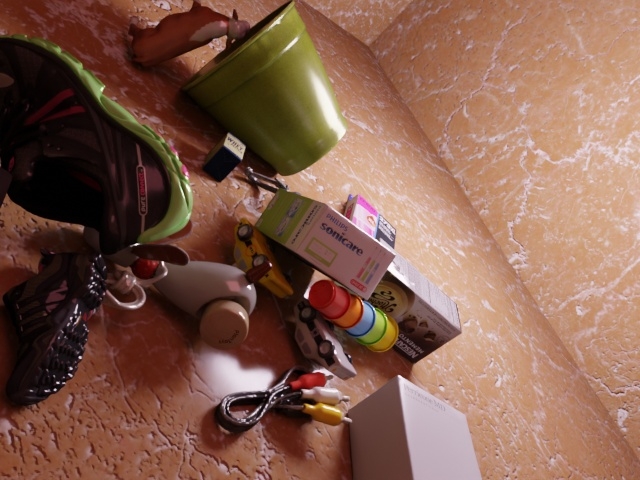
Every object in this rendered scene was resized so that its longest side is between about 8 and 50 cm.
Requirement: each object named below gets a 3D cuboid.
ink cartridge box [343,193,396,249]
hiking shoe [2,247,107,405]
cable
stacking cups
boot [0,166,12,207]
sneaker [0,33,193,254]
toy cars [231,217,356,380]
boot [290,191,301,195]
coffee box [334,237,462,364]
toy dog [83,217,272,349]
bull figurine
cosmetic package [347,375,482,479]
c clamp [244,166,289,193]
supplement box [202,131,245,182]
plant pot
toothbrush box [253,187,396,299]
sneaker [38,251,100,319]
[{"bbox_3d":[0.146,-0.025,1.794,0.175,0.069,0.371,42,25,-13],"label":"ink cartridge box"},{"bbox_3d":[-0.376,0.112,0.800,0.114,0.086,0.227,6,52,7],"label":"hiking shoe"},{"bbox_3d":[-0.065,0.271,1.058,0.287,0.072,0.140,19,34,-45],"label":"cable"},{"bbox_3d":[0.075,0.169,1.293,0.316,0.096,0.096,38,24,-56],"label":"stacking cups"},{"bbox_3d":[-0.543,0.005,0.591,0.367,0.146,0.445,39,30,-36],"label":"boot"},{"bbox_3d":[-0.414,-0.155,0.905,0.482,0.185,0.202,35,49,17],"label":"sneaker"},{"bbox_3d":[-0.072,0.132,1.216,0.394,0.087,0.176,53,6,-1],"label":"toy cars"},{"bbox_3d":[-0.079,-0.081,1.526,0.086,0.069,0.190,47,18,14],"label":"boot"},{"bbox_3d":[0.195,0.158,1.501,0.297,0.168,0.119,40,28,-20],"label":"coffee box"},{"bbox_3d":[-0.218,0.039,1.010,0.333,0.161,0.220,31,15,-36],"label":"toy dog"},{"bbox_3d":[-0.339,-0.536,1.504,0.101,0.310,0.188,79,-14,-46],"label":"bull figurine"},{"bbox_3d":[0.184,0.470,1.081,0.217,0.156,0.385,33,31,-26],"label":"cosmetic package"},{"bbox_3d":[-0.129,-0.145,1.458,0.160,0.022,0.137,22,-11,35],"label":"c clamp"},{"bbox_3d":[-0.230,-0.199,1.417,0.056,0.083,0.083,39,27,-22],"label":"supplement box"},{"bbox_3d":[-0.116,-0.376,1.584,0.353,0.366,0.366,51,24,-23],"label":"plant pot"},{"bbox_3d":[0.000,0.000,1.318,0.206,0.122,0.283,35,-5,-26],"label":"toothbrush box"},{"bbox_3d":[-0.376,0.068,0.894,0.119,0.047,0.057,54,11,2],"label":"sneaker"}]
